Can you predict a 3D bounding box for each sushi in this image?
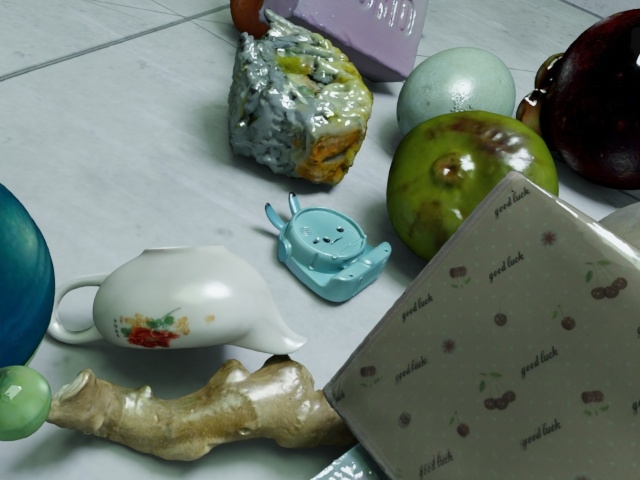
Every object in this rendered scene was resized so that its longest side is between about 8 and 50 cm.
[{"bbox_3d":[-0.039,-0.198,0.818,0.184,0.140,0.274,6,40,-21],"label":"sushi"}]

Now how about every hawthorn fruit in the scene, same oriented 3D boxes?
[{"bbox_3d":[-0.067,-0.466,1.055,0.196,0.226,0.197,8,29,-5],"label":"hawthorn fruit"}]

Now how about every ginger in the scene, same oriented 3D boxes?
[{"bbox_3d":[-0.066,0.129,0.475,0.287,0.075,0.089,8,62,-23],"label":"ginger"}]

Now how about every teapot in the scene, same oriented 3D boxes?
[{"bbox_3d":[-0.125,0.050,0.502,0.226,0.093,0.145,-2,-1,5],"label":"teapot"}]

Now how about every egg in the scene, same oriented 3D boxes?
[{"bbox_3d":[0.214,-0.215,0.929,0.169,0.169,0.236,36,47,18],"label":"egg"}]

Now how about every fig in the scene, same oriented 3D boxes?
[{"bbox_3d":[0.190,-0.054,0.736,0.203,0.203,0.225,43,6,25],"label":"fig"}]

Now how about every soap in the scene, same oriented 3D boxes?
[{"bbox_3d":[0.059,-0.448,0.989,0.296,0.286,0.107,10,0,-45],"label":"soap"}]

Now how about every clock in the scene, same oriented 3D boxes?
[{"bbox_3d":[0.000,0.001,0.678,0.147,0.045,0.108,37,40,20],"label":"clock"}]

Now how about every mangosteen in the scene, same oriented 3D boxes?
[{"bbox_3d":[0.516,-0.241,1.031,0.306,0.307,0.346,-9,18,-33],"label":"mangosteen"}]

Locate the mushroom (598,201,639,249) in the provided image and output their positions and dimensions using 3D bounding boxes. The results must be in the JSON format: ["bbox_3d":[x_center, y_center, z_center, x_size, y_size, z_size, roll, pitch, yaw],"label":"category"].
[{"bbox_3d":[0.428,0.105,0.610,0.361,0.295,0.362,3,12,-1],"label":"mushroom"}]

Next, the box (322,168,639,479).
[{"bbox_3d":[0.200,0.135,0.419,0.297,0.225,0.190,46,15,31],"label":"box"}]

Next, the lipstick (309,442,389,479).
[{"bbox_3d":[0.116,0.298,0.355,0.079,0.076,0.371,-20,54,-43],"label":"lipstick"}]

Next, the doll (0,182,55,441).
[{"bbox_3d":[-0.268,0.062,0.360,0.198,0.186,0.322,-16,48,-13],"label":"doll"}]
